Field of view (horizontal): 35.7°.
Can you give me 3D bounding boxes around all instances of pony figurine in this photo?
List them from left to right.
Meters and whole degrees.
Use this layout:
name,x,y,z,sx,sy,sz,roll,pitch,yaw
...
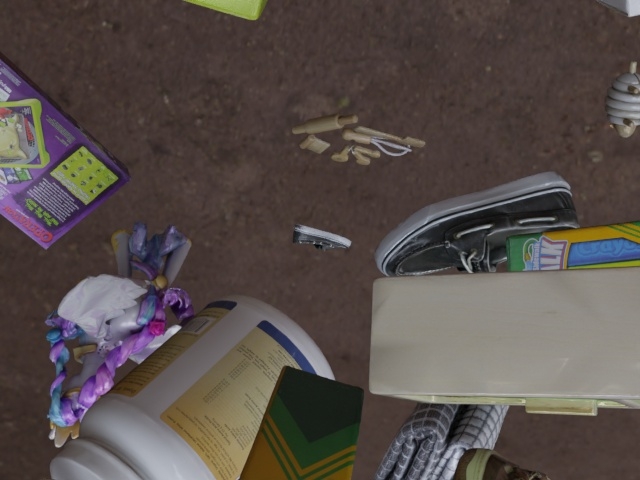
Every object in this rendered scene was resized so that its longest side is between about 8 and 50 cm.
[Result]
name,x,y,z,sx,sy,sz,roll,pitch,yaw
pony figurine,-0.311,0.133,1.626,0.351,0.363,0.303,-36,122,30

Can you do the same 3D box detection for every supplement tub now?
name,x,y,z,sx,sy,sz,roll,pitch,yaw
supplement tub,-0.153,0.240,1.240,0.228,0.316,0.228,28,140,26

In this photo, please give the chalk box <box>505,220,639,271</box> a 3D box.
name,x,y,z,sx,sy,sz,roll,pitch,yaw
chalk box,0.333,0.085,1.217,0.289,0.179,0.180,-8,166,29

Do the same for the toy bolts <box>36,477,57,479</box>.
name,x,y,z,sx,sy,sz,roll,pitch,yaw
toy bolts,-0.262,0.367,1.025,0.229,0.158,0.218,31,179,-7

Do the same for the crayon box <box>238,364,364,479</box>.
name,x,y,z,sx,sy,sz,roll,pitch,yaw
crayon box,-0.041,0.254,0.765,0.083,0.323,0.203,17,106,3

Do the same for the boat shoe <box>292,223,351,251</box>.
name,x,y,z,sx,sy,sz,roll,pitch,yaw
boat shoe,0.000,0.000,2.006,0.142,0.040,0.049,16,179,-37

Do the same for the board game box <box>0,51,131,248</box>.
name,x,y,z,sx,sy,sz,roll,pitch,yaw
board game box,-0.511,-0.154,1.669,0.208,0.056,0.347,-40,128,4

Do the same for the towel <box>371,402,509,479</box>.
name,x,y,z,sx,sy,sz,roll,pitch,yaw
towel,0.152,0.287,1.348,0.121,0.235,0.283,27,124,9

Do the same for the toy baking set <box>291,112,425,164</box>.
name,x,y,z,sx,sy,sz,roll,pitch,yaw
toy baking set,0.074,-0.206,1.982,0.256,0.030,0.197,-8,158,45

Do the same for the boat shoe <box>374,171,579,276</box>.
name,x,y,z,sx,sy,sz,roll,pitch,yaw
boat shoe,0.250,-0.003,1.592,0.335,0.119,0.121,-23,145,11

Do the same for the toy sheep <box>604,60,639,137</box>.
name,x,y,z,sx,sy,sz,roll,pitch,yaw
toy sheep,0.530,-0.241,1.701,0.091,0.091,0.132,7,111,4

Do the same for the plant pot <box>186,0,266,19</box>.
name,x,y,z,sx,sy,sz,roll,pitch,yaw
plant pot,-0.163,-0.483,1.495,0.228,0.227,0.207,17,116,-6

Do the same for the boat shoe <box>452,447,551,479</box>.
name,x,y,z,sx,sy,sz,roll,pitch,yaw
boat shoe,0.159,0.223,0.819,0.095,0.095,0.257,14,179,17

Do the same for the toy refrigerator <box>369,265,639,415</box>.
name,x,y,z,sx,sy,sz,roll,pitch,yaw
toy refrigerator,0.176,0.074,0.682,0.270,0.094,0.102,-4,166,28

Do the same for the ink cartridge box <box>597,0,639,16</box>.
name,x,y,z,sx,sy,sz,roll,pitch,yaw
ink cartridge box,0.629,-0.535,1.571,0.385,0.160,0.279,-12,115,-1
